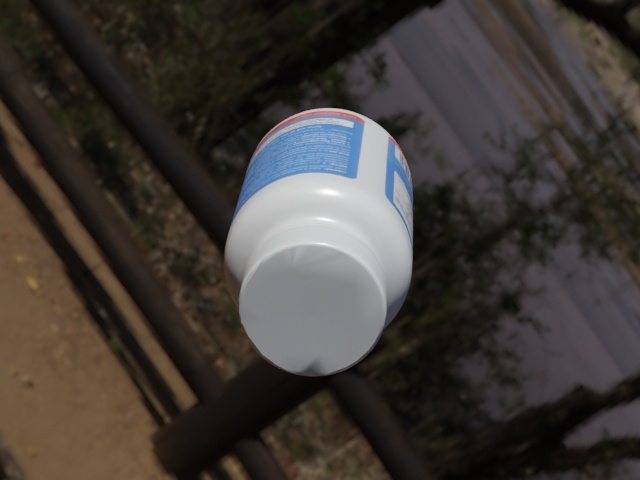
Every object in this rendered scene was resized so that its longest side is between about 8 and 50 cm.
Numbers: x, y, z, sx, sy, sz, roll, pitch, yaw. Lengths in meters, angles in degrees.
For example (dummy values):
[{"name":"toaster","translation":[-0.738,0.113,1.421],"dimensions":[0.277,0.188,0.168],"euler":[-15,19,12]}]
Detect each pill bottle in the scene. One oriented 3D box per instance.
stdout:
[{"name":"pill bottle","translation":[0.000,0.000,1.016],"dimensions":[0.124,0.124,0.221],"euler":[51,17,-15]}]
